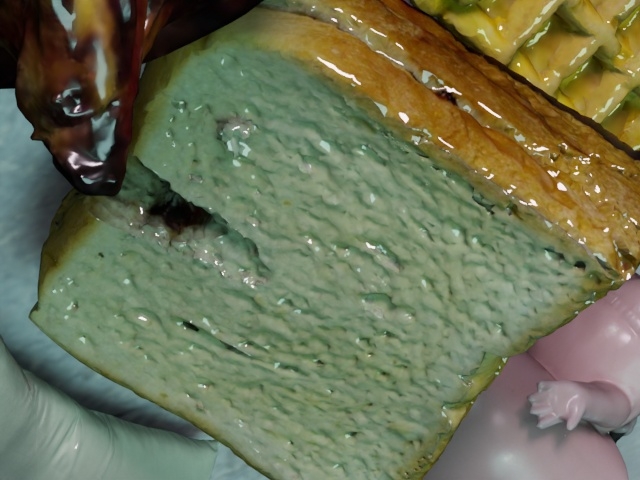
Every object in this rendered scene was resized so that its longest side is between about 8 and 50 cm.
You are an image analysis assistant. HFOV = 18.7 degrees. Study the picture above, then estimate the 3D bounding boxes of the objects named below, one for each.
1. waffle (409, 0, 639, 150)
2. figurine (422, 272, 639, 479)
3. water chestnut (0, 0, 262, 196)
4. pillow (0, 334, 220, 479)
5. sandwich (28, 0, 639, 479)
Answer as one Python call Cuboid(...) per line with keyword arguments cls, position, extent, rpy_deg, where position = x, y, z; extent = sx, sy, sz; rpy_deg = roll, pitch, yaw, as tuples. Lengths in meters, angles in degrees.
Cuboid(cls="waffle", position=(0.181, -0.171, 1.009), extent=(0.329, 0.062, 0.329), rpy_deg=(-18, 129, -24))
Cuboid(cls="figurine", position=(0.166, 0.109, 1.244), extent=(0.287, 0.176, 0.186), rpy_deg=(-37, 116, -14))
Cuboid(cls="water chestnut", position=(-0.107, -0.155, 0.725), extent=(0.300, 0.300, 0.300), rpy_deg=(-17, 138, -16))
Cuboid(cls="pillow", position=(-0.170, 0.132, 1.128), extent=(0.144, 0.078, 0.254), rpy_deg=(-48, 138, 5))
Cuboid(cls="sandwich", position=(-0.001, 0.001, 0.978), extent=(0.249, 0.095, 0.273), rpy_deg=(33, 132, -3))
